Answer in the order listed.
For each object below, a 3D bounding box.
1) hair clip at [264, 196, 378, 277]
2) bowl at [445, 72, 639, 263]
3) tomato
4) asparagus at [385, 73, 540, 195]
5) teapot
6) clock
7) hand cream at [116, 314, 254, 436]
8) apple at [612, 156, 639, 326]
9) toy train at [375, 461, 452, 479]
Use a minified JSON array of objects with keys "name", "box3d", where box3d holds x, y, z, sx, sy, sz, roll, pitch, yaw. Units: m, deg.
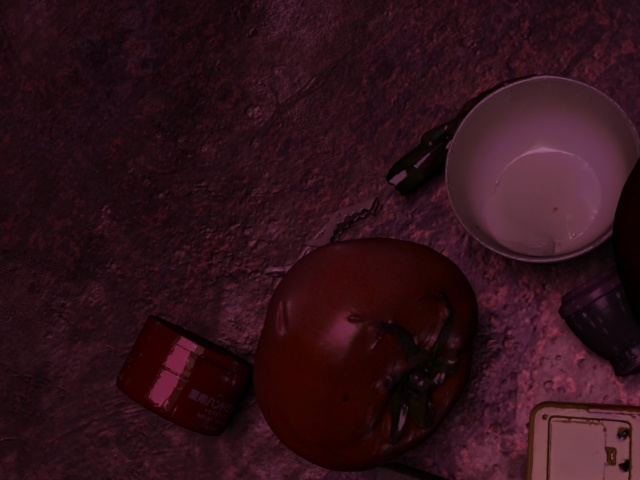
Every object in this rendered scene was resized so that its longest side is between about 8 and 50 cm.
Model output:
[{"name":"hair clip","box3d":[0.000,0.000,1.569,0.226,0.034,0.072,-47,66,2]},{"name":"bowl","box3d":[0.330,-0.087,1.418,0.277,0.145,0.277,-6,72,18]},{"name":"tomato","box3d":[0.049,0.145,1.361,0.273,0.341,0.341,29,87,39]},{"name":"asparagus","box3d":[0.227,-0.171,1.516,0.287,0.080,0.080,-36,67,13]},{"name":"teapot","box3d":[0.423,0.114,1.367,0.116,0.148,0.146,-42,75,44]},{"name":"clock","box3d":[0.386,0.294,1.323,0.202,0.096,0.143,1,74,18]},{"name":"hand cream","box3d":[-0.208,0.208,1.502,0.193,0.193,0.125,25,87,23]},{"name":"apple","box3d":[0.531,-0.019,1.229,0.295,0.329,0.365,22,75,20]},{"name":"toy train","box3d":[0.191,0.433,1.321,0.300,0.131,0.202,11,76,33]}]
